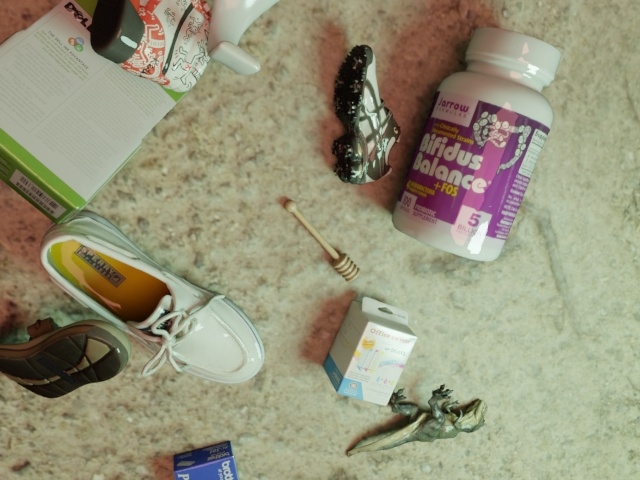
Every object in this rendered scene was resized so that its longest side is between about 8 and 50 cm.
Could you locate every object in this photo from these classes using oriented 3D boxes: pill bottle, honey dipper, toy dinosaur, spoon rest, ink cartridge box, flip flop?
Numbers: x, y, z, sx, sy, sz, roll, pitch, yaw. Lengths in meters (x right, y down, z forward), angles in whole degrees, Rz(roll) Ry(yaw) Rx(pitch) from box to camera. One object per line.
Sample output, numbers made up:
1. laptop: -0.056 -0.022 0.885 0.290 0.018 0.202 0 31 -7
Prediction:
1. pill bottle: 0.227 -0.135 0.840 0.169 0.169 0.302 15 101 -17
2. honey dipper: 0.000 0.000 0.897 0.030 0.030 0.161 -43 108 1
3. toy dinosaur: 0.174 0.306 1.011 0.268 0.064 0.118 -11 114 -7
4. spoon rest: -0.085 -0.326 0.725 0.137 0.084 0.276 26 67 -33
5. ink cartridge box: -0.309 -0.178 0.745 0.189 0.097 0.255 45 57 -20
6. ink cartridge box: 0.080 0.170 0.931 0.092 0.090 0.143 19 101 -18
7. ink cartridge box: -0.176 0.442 0.968 0.097 0.046 0.207 -12 108 -11
8. flip flop: -0.347 0.141 0.775 0.277 0.080 0.112 -19 126 32

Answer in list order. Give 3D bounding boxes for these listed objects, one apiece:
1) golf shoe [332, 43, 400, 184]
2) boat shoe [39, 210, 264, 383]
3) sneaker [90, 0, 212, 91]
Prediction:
1. golf shoe: 0.071 -0.180 0.847 0.094 0.077 0.198 -6 114 -23
2. boat shoe: -0.219 0.101 0.802 0.136 0.156 0.367 -46 110 2
3. sneaker: -0.188 -0.324 0.736 0.145 0.090 0.270 22 73 -51
